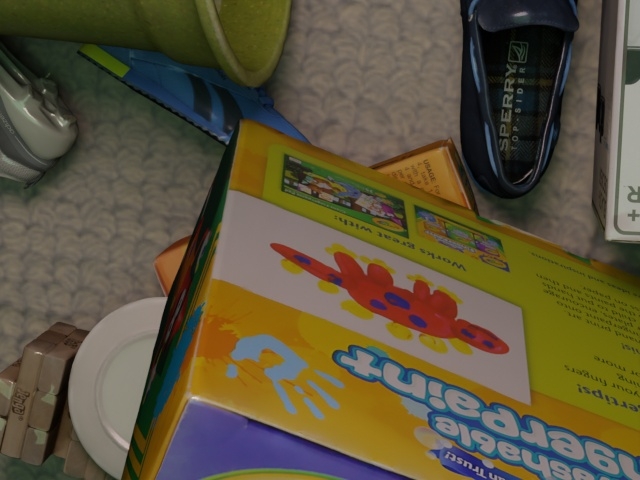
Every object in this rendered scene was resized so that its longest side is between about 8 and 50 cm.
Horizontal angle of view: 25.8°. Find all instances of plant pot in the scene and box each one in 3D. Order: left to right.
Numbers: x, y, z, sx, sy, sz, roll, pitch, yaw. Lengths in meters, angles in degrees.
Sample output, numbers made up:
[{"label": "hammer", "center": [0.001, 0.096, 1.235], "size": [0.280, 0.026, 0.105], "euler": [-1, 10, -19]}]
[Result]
[{"label": "plant pot", "center": [-0.166, -0.237, 0.919], "size": [0.253, 0.276, 0.276], "euler": [0, 100, 12]}]

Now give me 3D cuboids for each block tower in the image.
[{"label": "block tower", "center": [-0.081, 0.155, 1.063], "size": [0.335, 0.097, 0.091], "euler": [16, 102, 4]}]

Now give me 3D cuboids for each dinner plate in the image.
[{"label": "dinner plate", "center": [-0.115, 0.111, 1.007], "size": [0.141, 0.017, 0.141], "euler": [0, 87, 4]}]

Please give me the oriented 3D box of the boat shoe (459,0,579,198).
[{"label": "boat shoe", "center": [0.151, -0.156, 0.972], "size": [0.109, 0.089, 0.258], "euler": [-6, 104, -5]}]

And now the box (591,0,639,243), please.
[{"label": "box", "center": [0.235, -0.150, 0.928], "size": [0.087, 0.169, 0.290], "euler": [2, 101, 7]}]

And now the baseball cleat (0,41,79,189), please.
[{"label": "baseball cleat", "center": [-0.277, -0.126, 1.051], "size": [0.109, 0.072, 0.206], "euler": [-43, 86, 24]}]

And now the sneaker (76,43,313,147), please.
[{"label": "sneaker", "center": [-0.076, -0.118, 1.021], "size": [0.209, 0.069, 0.082], "euler": [33, 89, 8]}]

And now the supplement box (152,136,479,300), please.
[{"label": "supplement box", "center": [0.000, 0.000, 1.033], "size": [0.233, 0.078, 0.080], "euler": [-23, 96, 12]}]

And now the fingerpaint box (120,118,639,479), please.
[{"label": "fingerpaint box", "center": [0.115, 0.136, 0.843], "size": [0.444, 0.371, 0.163], "euler": [21, 113, -9]}]
